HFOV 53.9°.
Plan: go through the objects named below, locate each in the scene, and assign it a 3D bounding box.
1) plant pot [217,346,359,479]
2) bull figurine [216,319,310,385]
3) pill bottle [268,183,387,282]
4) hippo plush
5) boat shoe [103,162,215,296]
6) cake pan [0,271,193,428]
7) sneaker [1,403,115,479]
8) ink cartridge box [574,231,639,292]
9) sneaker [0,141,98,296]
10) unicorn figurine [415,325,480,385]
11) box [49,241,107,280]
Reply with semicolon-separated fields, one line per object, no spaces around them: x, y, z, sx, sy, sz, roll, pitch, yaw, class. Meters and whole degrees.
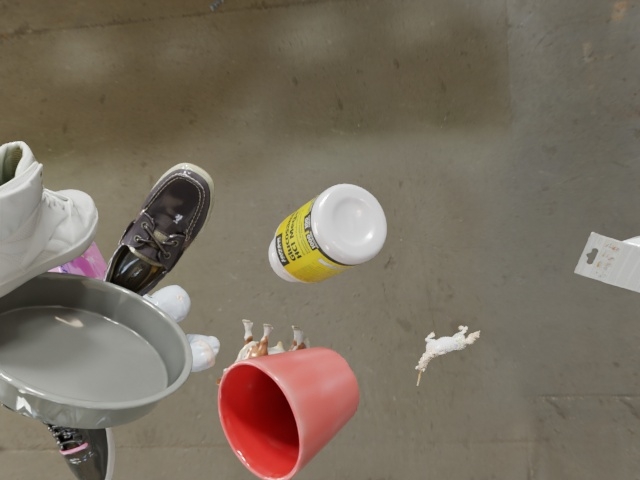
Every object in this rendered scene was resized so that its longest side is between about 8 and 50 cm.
-0.058;0.371;1.444;0.275;0.243;0.274;12;108;40;plant pot
-0.146;0.318;1.691;0.101;0.310;0.188;6;84;43;bull figurine
0.000;0.000;1.536;0.188;0.334;0.187;9;71;-25;pill bottle
-0.427;0.242;1.628;0.294;0.234;0.236;-20;95;-20;hippo plush
-0.258;0.006;0.980;0.103;0.092;0.285;35;118;-14;boat shoe
-0.316;0.139;0.828;0.293;0.293;0.054;28;108;6;cake pan
-0.436;0.285;1.022;0.105;0.147;0.295;-19;88;13;sneaker
0.651;0.041;1.333;0.179;0.145;0.045;20;54;19;ink cartridge box
-0.370;-0.052;0.821;0.108;0.292;0.169;20;114;2;sneaker
0.269;0.236;1.387;0.162;0.111;0.060;-36;92;21;unicorn figurine
-0.546;0.030;1.263;0.117;0.243;0.213;-33;76;1;box
